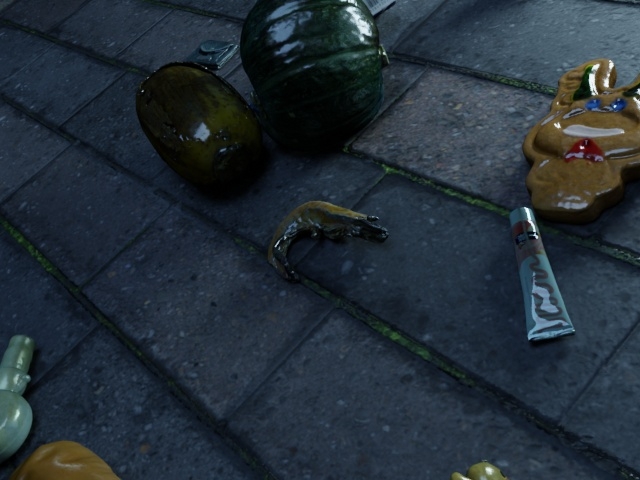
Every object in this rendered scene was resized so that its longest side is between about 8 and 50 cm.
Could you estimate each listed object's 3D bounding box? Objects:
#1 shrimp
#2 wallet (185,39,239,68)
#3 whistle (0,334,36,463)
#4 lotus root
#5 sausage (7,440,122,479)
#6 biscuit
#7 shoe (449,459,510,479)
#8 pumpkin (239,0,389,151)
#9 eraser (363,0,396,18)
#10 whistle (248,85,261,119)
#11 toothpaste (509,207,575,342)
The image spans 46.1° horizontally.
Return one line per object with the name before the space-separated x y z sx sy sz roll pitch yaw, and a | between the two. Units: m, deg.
shrimp | 0.000 0.000 1.175 0.219 0.046 0.152 9 53 42
wallet | -0.262 -0.449 1.805 0.129 0.026 0.088 16 59 40
whistle | -0.515 0.260 1.212 0.126 0.067 0.258 -17 40 15
lotus root | -0.245 -0.232 1.470 0.196 0.179 0.397 -25 42 -19
sausage | -0.323 0.346 0.965 0.241 0.120 0.136 18 45 42
biscuit | 0.405 -0.159 1.093 0.202 0.047 0.334 12 56 39
shoe | 0.151 0.274 0.787 0.109 0.072 0.069 -34 45 -3
pumpkin | -0.014 -0.331 1.328 0.263 0.197 0.293 -15 74 4
eraser | 0.047 -0.457 1.567 0.210 0.068 0.124 -35 14 -5
whistle | -0.023 -0.297 1.470 0.269 0.093 0.180 -14 47 10
toothpaste | 0.279 0.042 0.977 0.056 0.036 0.205 -15 47 15
